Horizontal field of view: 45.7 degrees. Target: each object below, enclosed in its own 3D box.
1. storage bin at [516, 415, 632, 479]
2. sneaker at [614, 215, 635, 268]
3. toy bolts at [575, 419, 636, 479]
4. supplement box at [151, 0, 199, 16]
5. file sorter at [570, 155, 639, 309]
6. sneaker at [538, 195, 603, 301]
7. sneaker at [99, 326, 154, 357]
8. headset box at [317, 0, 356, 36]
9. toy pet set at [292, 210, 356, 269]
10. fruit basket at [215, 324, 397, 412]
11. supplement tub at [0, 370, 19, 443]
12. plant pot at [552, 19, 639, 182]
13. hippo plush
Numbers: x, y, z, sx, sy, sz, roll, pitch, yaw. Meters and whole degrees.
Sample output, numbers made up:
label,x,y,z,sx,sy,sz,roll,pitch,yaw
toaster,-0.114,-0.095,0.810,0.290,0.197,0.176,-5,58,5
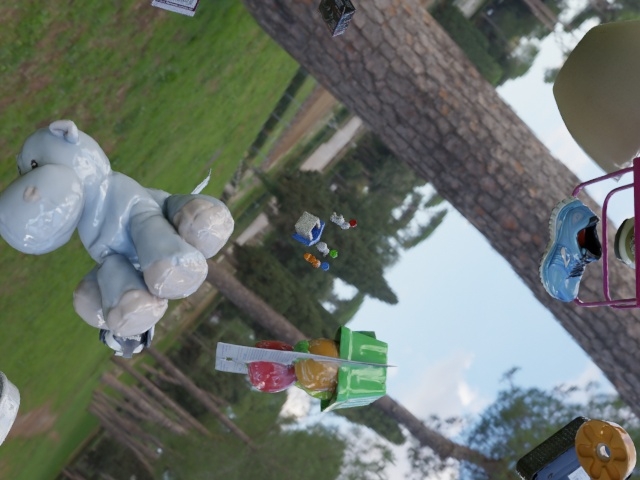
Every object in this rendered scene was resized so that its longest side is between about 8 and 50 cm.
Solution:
label,x,y,z,sx,sy,sz,roll,pitch,yaw
storage bin,0.489,0.443,1.469,0.180,0.122,0.084,-36,-174,-3
sneaker,0.839,0.049,1.589,0.182,0.410,0.158,-29,129,-79
toy bolts,0.382,0.404,1.166,0.158,0.218,0.228,-4,157,-30
supplement box,-0.186,-0.469,1.127,0.239,0.073,0.130,-47,-138,48
file sorter,0.533,0.009,1.112,0.182,0.290,0.202,157,-63,-72
sneaker,0.357,0.023,1.071,0.063,0.162,0.073,-21,-145,-25
sneaker,-0.296,0.106,1.229,0.235,0.094,0.153,-42,-138,41
headset box,0.028,-0.423,1.402,0.032,0.062,0.083,-25,172,-21
toy pet set,0.000,0.000,1.524,0.122,0.114,0.065,-55,159,-19
fruit basket,-0.042,0.253,1.593,0.327,0.353,0.165,112,-11,-70
supplement tub,-0.573,0.164,0.947,0.241,0.331,0.241,-26,-147,18
plant pot,0.525,-0.272,1.329,0.284,0.191,0.284,-48,163,-19
hippo plush,-0.262,-0.049,0.957,0.234,0.236,0.294,-16,-137,38
